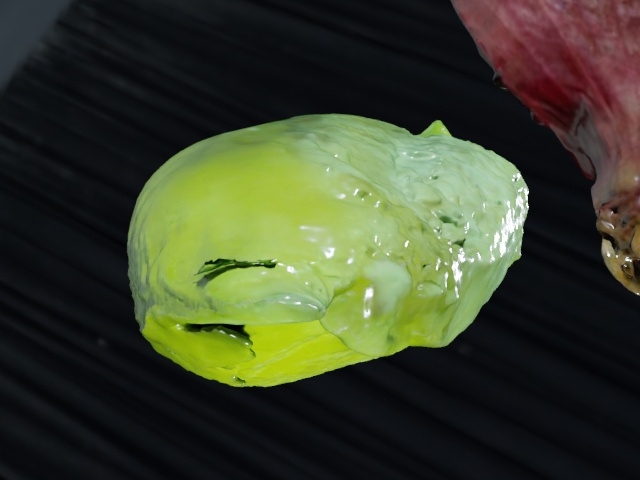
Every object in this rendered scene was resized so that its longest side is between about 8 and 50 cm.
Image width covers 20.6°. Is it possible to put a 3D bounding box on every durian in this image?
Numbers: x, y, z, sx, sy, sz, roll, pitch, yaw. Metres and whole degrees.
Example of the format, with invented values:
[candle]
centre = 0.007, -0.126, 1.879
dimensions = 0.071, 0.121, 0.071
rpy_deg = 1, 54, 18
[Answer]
[durian]
centre = 0.000, 0.000, 0.679
dimensions = 0.250, 0.139, 0.101
rpy_deg = -14, 90, -60

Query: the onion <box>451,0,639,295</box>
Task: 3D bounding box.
[onion]
centre = 0.127, -0.048, 0.462
dimensions = 0.098, 0.206, 0.151
rpy_deg = -46, -178, 38
